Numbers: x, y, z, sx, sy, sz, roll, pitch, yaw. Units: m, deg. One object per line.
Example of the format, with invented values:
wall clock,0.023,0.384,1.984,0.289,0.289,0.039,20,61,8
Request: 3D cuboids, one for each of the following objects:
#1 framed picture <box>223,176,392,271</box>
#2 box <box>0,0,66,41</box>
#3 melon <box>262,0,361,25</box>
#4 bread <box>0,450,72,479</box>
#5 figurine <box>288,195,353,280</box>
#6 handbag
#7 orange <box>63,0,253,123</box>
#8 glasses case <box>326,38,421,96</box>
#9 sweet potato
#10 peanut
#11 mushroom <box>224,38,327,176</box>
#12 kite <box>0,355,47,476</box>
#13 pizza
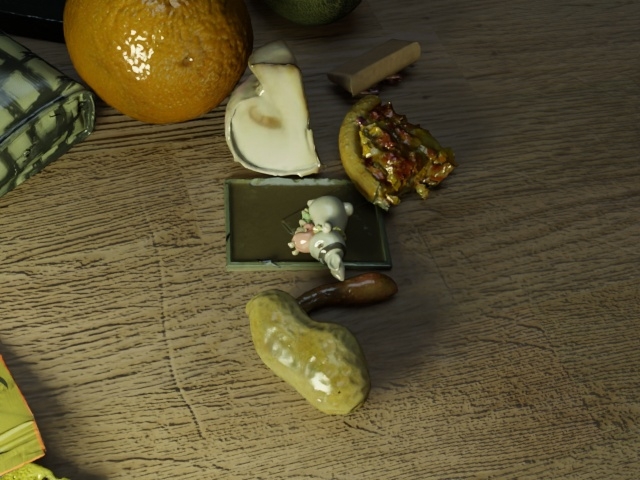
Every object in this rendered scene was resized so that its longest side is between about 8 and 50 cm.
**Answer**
framed picture,-0.026,-0.032,1.452,0.281,0.019,0.208,1,50,-7
box,-0.537,-0.496,1.743,0.350,0.058,0.211,10,48,0
melon,-0.038,-0.596,1.776,0.249,0.248,0.329,-31,58,-29
bread,-0.354,0.340,1.077,0.226,0.049,0.088,20,50,7
figurine,0.003,0.005,1.379,0.098,0.081,0.146,-19,47,32
handbag,-0.609,-0.219,1.428,0.325,0.162,0.327,34,56,9
orange,-0.292,-0.370,1.493,0.322,0.322,0.357,-21,32,-23
glasses case,0.103,-0.341,1.707,0.193,0.070,0.102,-33,34,-27
sweet potato,0.021,0.090,1.342,0.214,0.050,0.050,-13,54,-13
peanut,-0.019,0.157,1.235,0.236,0.120,0.110,43,31,26
mushroom,-0.108,-0.239,1.504,0.162,0.236,0.173,-20,40,-9
kite,-0.528,0.242,1.125,0.378,0.013,0.327,6,42,13
pizza,0.148,-0.167,1.541,0.229,0.081,0.289,11,42,-9
